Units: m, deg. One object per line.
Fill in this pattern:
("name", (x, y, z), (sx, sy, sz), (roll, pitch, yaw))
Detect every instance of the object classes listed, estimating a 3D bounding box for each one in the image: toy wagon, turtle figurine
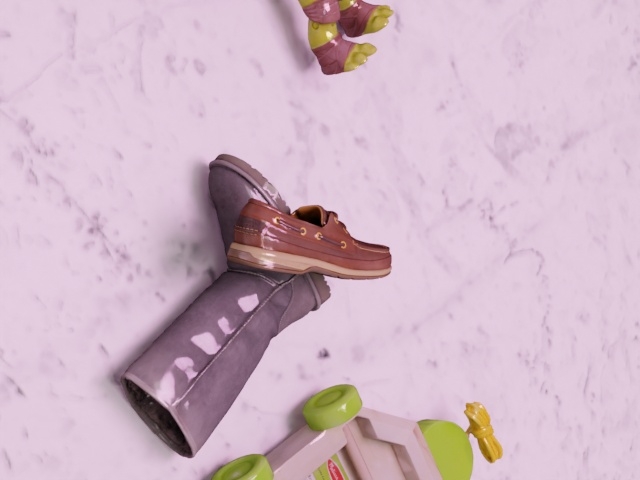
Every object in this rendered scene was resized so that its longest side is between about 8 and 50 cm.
("toy wagon", (0.043, 0.271, 1.133), (0.344, 0.068, 0.267), (-35, 108, -35))
("turtle figurine", (-0.022, -0.259, 1.094), (0.217, 0.087, 0.269), (57, 24, -27))

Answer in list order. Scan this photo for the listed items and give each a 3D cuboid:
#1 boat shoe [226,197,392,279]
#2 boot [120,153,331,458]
("boat shoe", (-0.001, 0.000, 1.034), (0.178, 0.064, 0.060), (8, 93, -43))
("boot", (-0.099, 0.054, 1.043), (0.208, 0.076, 0.190), (-41, 109, -25))
